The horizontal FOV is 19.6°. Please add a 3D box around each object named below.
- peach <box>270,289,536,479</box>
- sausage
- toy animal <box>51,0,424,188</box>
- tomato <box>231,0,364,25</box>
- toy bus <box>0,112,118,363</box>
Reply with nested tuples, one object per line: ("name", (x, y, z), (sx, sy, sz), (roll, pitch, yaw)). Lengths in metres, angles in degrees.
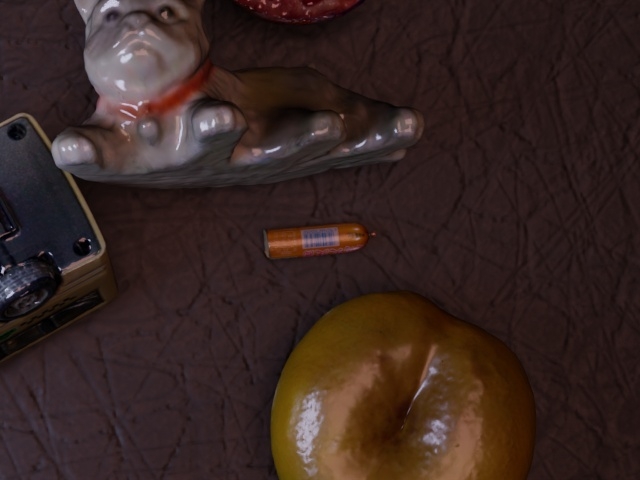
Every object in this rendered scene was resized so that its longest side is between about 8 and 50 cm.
("peach", (0.073, 0.173, 1.695), (0.251, 0.153, 0.251), (2, 69, -5))
("sausage", (0.000, 0.000, 1.758), (0.107, 0.031, 0.031), (-4, 89, -6))
("toy animal", (-0.074, -0.145, 1.655), (0.308, 0.266, 0.188), (-13, 72, 4))
("tomato", (-0.041, -0.282, 1.721), (0.189, 0.099, 0.173), (11, 83, -17))
("toy bus", (-0.368, 0.056, 1.630), (0.365, 0.202, 0.177), (-28, 73, -7))
